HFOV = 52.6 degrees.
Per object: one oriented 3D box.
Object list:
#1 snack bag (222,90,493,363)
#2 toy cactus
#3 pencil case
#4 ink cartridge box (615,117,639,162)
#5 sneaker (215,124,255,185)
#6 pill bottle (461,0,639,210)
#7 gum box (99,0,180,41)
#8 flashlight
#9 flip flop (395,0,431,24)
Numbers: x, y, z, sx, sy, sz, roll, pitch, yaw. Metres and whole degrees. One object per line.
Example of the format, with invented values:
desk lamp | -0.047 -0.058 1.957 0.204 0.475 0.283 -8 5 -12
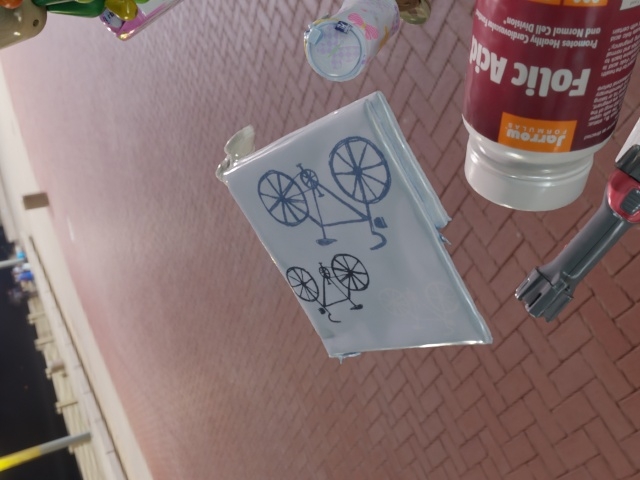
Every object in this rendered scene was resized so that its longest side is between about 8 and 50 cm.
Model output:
snack bag | 0.043 0.009 0.854 0.323 0.037 0.342 -17 107 49
toy cactus | -0.253 -0.233 0.580 0.180 0.219 0.112 -20 103 27
pencil case | 0.065 -0.400 1.238 0.124 0.273 0.113 25 129 8
ink cartridge box | 0.696 -0.170 1.078 0.226 0.131 0.306 -61 30 4
sneaker | -0.171 -0.180 1.479 0.094 0.080 0.212 46 150 6
pill bottle | 0.319 -0.250 0.910 0.224 0.224 0.392 50 153 42
gum box | -0.186 -0.326 0.794 0.062 0.188 0.107 53 157 -19
flashlight | 0.441 -0.007 1.044 0.304 0.103 0.103 -54 36 19
flip flop | 0.174 -0.551 1.472 0.112 0.277 0.080 18 88 28
